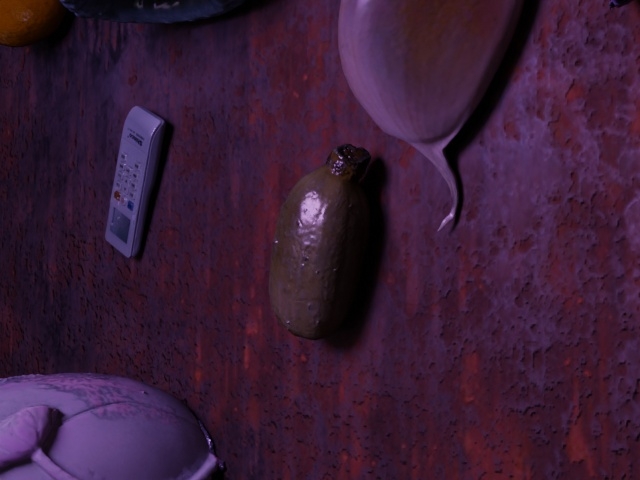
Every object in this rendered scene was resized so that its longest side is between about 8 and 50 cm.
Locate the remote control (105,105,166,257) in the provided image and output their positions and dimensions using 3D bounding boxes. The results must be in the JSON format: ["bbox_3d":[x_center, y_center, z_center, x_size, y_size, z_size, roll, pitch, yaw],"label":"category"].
[{"bbox_3d":[-0.205,-0.065,1.533,0.061,0.029,0.162,36,119,47],"label":"remote control"}]

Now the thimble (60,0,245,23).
[{"bbox_3d":[-0.178,-0.303,1.382,0.235,0.198,0.143,-4,83,44],"label":"thimble"}]

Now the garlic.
[{"bbox_3d":[0.079,-0.155,1.156,0.148,0.128,0.266,42,128,46],"label":"garlic"}]

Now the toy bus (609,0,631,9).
[{"bbox_3d":[0.212,-0.224,1.024,0.052,0.058,0.102,-34,59,11],"label":"toy bus"}]

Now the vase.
[{"bbox_3d":[-0.334,0.241,1.349,0.250,0.445,0.250,-7,81,50],"label":"vase"}]

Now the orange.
[{"bbox_3d":[-0.373,-0.315,1.668,0.156,0.134,0.156,-12,72,38],"label":"orange"}]

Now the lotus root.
[{"bbox_3d":[-0.001,0.000,1.249,0.090,0.077,0.183,29,112,46],"label":"lotus root"}]
